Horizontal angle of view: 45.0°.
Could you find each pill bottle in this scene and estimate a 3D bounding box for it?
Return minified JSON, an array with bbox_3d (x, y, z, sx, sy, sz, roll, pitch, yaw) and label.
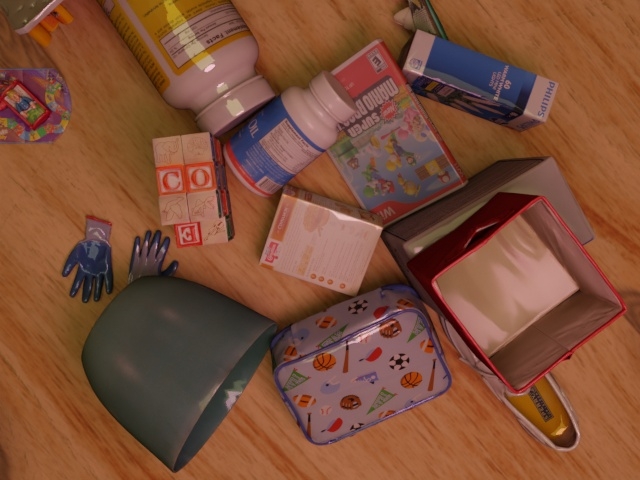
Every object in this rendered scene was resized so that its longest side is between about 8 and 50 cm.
[{"bbox_3d":[-0.049,-0.185,1.317,0.221,0.124,0.124,-38,96,18],"label":"pill bottle"},{"bbox_3d":[-0.224,-0.343,1.293,0.188,0.188,0.334,-33,95,0],"label":"pill bottle"}]

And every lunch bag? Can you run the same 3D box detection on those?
[{"bbox_3d":[0.067,0.226,1.360,0.303,0.115,0.243,-23,122,4],"label":"lunch bag"}]

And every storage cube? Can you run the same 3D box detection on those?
[{"bbox_3d":[0.255,0.063,1.055,0.184,0.193,0.215,-38,97,1],"label":"storage cube"}]

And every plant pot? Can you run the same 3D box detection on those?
[{"bbox_3d":[-0.249,0.195,1.293,0.235,0.293,0.293,34,92,8],"label":"plant pot"}]

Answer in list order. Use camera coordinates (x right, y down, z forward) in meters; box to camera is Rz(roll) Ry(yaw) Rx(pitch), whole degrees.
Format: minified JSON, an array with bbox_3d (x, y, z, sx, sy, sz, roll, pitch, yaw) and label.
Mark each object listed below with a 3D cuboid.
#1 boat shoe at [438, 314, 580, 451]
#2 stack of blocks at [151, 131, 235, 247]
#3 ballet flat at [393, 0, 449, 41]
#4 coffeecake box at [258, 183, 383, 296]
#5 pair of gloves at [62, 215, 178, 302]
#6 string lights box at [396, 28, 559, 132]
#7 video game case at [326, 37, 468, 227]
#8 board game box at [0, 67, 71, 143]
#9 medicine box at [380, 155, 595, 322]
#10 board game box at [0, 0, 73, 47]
[{"bbox_3d":[0.345,0.233,1.382,0.136,0.156,0.367,-34,96,-1],"label":"boat shoe"},{"bbox_3d":[-0.200,-0.077,1.259,0.087,0.297,0.171,-7,93,-3],"label":"stack of blocks"},{"bbox_3d":[0.158,-0.434,1.372,0.079,0.077,0.221,-19,90,17],"label":"ballet flat"},{"bbox_3d":[0.000,0.000,1.374,0.186,0.068,0.142,19,109,-5],"label":"coffeecake box"},{"bbox_3d":[-0.361,0.047,1.397,0.198,0.023,0.159,14,94,-3],"label":"pair of gloves"},{"bbox_3d":[0.264,-0.275,1.351,0.260,0.133,0.076,20,89,-4],"label":"string lights box"},{"bbox_3d":[0.101,-0.177,1.345,0.204,0.025,0.285,-28,97,38],"label":"video game case"},{"bbox_3d":[-0.529,-0.239,1.361,0.169,0.033,0.133,-1,94,-3],"label":"board game box"},{"bbox_3d":[0.262,-0.011,1.293,0.264,0.289,0.149,-31,95,0],"label":"medicine box"},{"bbox_3d":[-0.359,-0.510,1.213,0.390,0.390,0.050,-42,137,0],"label":"board game box"}]
